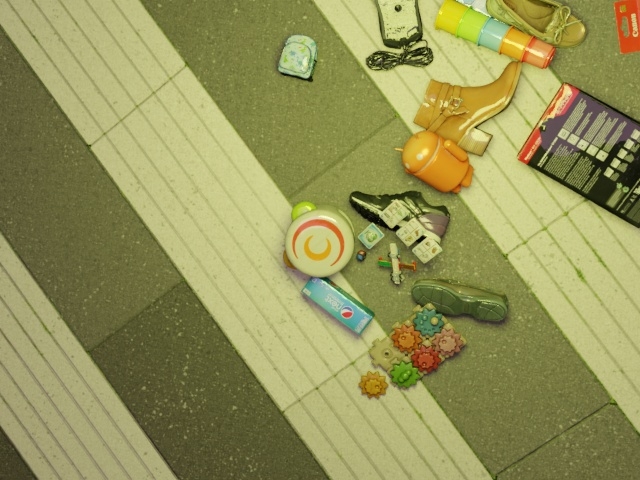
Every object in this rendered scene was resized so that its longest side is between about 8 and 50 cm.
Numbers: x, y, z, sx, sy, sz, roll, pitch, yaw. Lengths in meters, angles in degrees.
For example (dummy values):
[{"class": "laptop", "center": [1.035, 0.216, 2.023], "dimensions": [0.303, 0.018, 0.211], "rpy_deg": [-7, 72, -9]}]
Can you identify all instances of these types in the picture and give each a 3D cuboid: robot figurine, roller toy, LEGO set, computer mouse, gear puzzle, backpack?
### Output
[{"class": "robot figurine", "center": [0.310, -0.212, 1.842], "dimensions": [0.220, 0.158, 0.128], "rpy_deg": [30, 97, -21]}, {"class": "roller toy", "center": [0.000, 0.000, 1.919], "dimensions": [0.191, 0.146, 0.209], "rpy_deg": [14, 104, 1]}, {"class": "LEGO set", "center": [0.206, 0.013, 1.885], "dimensions": [0.182, 0.060, 0.244], "rpy_deg": [47, 133, 2]}, {"class": "computer mouse", "center": [0.209, -0.612, 1.886], "dimensions": [0.189, 0.072, 0.272], "rpy_deg": [-4, 105, 8]}, {"class": "gear puzzle", "center": [0.234, 0.333, 1.935], "dimensions": [0.339, 0.044, 0.175], "rpy_deg": [-42, 95, 17]}, {"class": "backpack", "center": [-0.060, -0.519, 1.924], "dimensions": [0.105, 0.084, 0.114], "rpy_deg": [16, 94, 6]}]

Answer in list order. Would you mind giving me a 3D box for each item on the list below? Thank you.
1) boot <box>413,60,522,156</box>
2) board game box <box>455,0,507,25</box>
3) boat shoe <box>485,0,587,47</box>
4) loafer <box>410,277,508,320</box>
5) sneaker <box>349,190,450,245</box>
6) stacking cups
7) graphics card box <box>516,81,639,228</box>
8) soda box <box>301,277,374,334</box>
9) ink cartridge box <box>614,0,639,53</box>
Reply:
[{"class": "boot", "center": [0.401, -0.392, 1.859], "dimensions": [0.220, 0.109, 0.283], "rpy_deg": [28, 105, 10]}, {"class": "board game box", "center": [0.451, -0.694, 1.851], "dimensions": [0.212, 0.039, 0.160], "rpy_deg": [30, 98, 5]}, {"class": "boat shoe", "center": [0.574, -0.582, 1.791], "dimensions": [0.286, 0.089, 0.104], "rpy_deg": [17, 100, -8]}, {"class": "loafer", "center": [0.389, 0.157, 1.911], "dimensions": [0.268, 0.084, 0.096], "rpy_deg": [14, 127, 12]}, {"class": "sneaker", "center": [0.223, -0.092, 1.915], "dimensions": [0.283, 0.107, 0.124], "rpy_deg": [25, 78, 6]}, {"class": "stacking cups", "center": [0.464, -0.543, 1.811], "dimensions": [0.316, 0.096, 0.096], "rpy_deg": [29, 98, 14]}, {"class": "graphics card box", "center": [0.736, -0.225, 1.787], "dimensions": [0.371, 0.094, 0.232], "rpy_deg": [31, 112, 7]}, {"class": "soda box", "center": [0.052, 0.178, 1.960], "dimensions": [0.210, 0.071, 0.067], "rpy_deg": [37, 99, 5]}, {"class": "ink cartridge box", "center": [0.876, -0.578, 1.788], "dimensions": [0.180, 0.045, 0.145], "rpy_deg": [-8, 92, 7]}]
